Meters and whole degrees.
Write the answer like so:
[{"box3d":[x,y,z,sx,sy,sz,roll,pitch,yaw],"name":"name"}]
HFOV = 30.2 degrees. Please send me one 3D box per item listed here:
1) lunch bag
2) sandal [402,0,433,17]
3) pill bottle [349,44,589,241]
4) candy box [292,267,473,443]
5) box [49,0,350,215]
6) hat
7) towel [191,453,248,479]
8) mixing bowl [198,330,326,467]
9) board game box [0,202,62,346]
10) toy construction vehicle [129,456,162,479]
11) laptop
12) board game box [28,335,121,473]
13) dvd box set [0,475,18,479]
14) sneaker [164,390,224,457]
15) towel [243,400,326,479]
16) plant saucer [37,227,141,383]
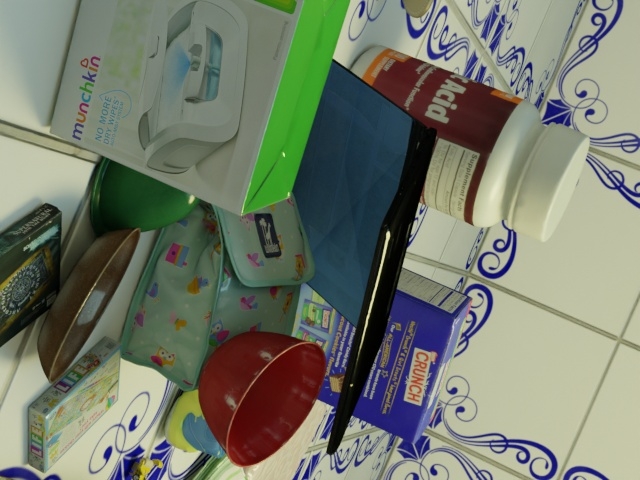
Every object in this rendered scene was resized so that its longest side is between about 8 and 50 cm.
[{"box3d":[-0.124,0.049,1.584,0.223,0.160,0.262,-2,112,-61],"name":"lunch bag"},{"box3d":[0.152,-0.484,1.899,0.079,0.088,0.240,10,97,-41],"name":"sandal"},{"box3d":[0.227,-0.157,1.972,0.224,0.392,0.224,-56,161,-31],"name":"pill bottle"},{"box3d":[0.075,0.166,2.076,0.122,0.317,0.268,-37,147,-58],"name":"candy box"},{"box3d":[-0.114,-0.193,1.170,0.127,0.231,0.262,-26,138,-65],"name":"box"},{"box3d":[-0.142,-0.047,1.359,0.173,0.183,0.208,-59,162,-24],"name":"hat"},{"box3d":[-0.197,0.525,2.116,0.248,0.038,0.325,-48,149,-28],"name":"towel"},{"box3d":[-0.087,0.182,1.492,0.181,0.098,0.181,-38,145,-32],"name":"mixing bowl"},{"box3d":[-0.330,0.055,1.203,0.186,0.026,0.126,-45,153,-50],"name":"board game box"},{"box3d":[-0.278,0.371,1.783,0.098,0.035,0.086,-67,152,-7],"name":"toy construction vehicle"},{"box3d":[0.000,0.000,1.645,0.408,0.236,0.382,-61,166,-54],"name":"laptop"},{"box3d":[-0.304,0.203,1.477,0.154,0.026,0.103,-47,154,-48],"name":"board game box"},{"box3d":[-0.306,0.476,1.485,0.420,0.062,0.307,31,83,-48],"name":"dvd box set"},{"box3d":[-0.140,0.225,1.831,0.240,0.126,0.091,-66,163,0],"name":"sneaker"},{"box3d":[-0.104,0.446,2.369,0.332,0.053,0.317,-63,164,-8],"name":"towel"},{"box3d":[-0.265,0.065,1.326,0.198,0.036,0.198,-61,180,0],"name":"plant saucer"}]
